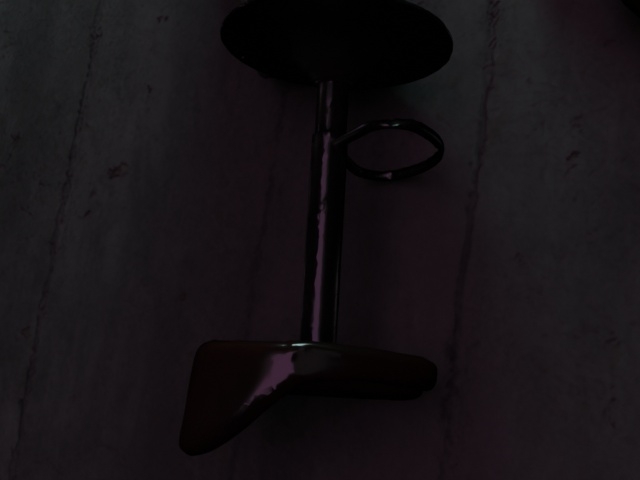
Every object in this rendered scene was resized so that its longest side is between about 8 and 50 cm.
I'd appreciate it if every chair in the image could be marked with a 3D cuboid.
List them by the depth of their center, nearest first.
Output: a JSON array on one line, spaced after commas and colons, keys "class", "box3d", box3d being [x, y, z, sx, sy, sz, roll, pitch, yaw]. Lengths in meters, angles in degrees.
[{"class": "chair", "box3d": [0.000, 0.000, 0.779, 0.227, 0.226, 0.400, 1, 78, 22]}]

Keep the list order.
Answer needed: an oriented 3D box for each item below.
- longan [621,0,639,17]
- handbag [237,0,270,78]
[{"class": "longan", "box3d": [0.343, -0.276, 0.746, 0.187, 0.167, 0.167, -44, 66, 7]}, {"class": "handbag", "box3d": [-0.010, -0.237, 0.917, 0.173, 0.095, 0.117, -4, 70, 13]}]
